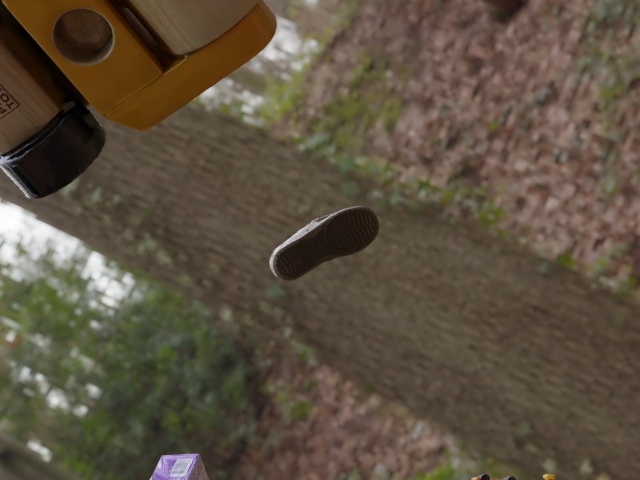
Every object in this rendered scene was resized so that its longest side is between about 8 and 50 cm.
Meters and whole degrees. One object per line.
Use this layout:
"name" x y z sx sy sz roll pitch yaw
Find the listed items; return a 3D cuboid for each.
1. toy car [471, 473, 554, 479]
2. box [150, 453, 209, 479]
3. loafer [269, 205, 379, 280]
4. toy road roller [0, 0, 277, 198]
"toy car" 0.220 0.291 1.803 0.122 0.060 0.040 155 122 -67
"box" -0.182 0.425 1.850 0.293 0.057 0.201 -66 -36 -53
"loafer" 0.000 0.000 1.810 0.148 0.050 0.056 -23 -76 -23
"toy road roller" -0.211 -0.221 1.397 0.330 0.202 0.240 -31 27 17
